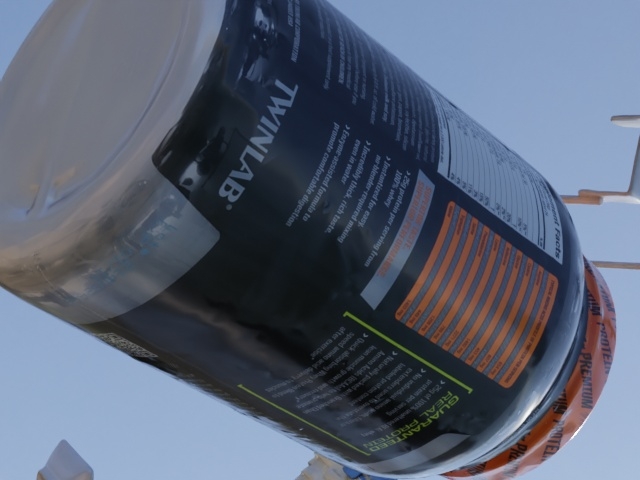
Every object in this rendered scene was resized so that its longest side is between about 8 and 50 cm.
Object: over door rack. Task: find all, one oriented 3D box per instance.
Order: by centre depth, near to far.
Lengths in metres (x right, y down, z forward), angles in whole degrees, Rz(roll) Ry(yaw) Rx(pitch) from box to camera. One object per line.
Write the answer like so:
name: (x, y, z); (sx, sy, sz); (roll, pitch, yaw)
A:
over door rack: (0.161, 0.016, 1.028); (0.324, 0.108, 0.239); (-12, -22, 40)

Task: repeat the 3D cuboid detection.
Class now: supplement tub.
supplement tub: (0.000, 0.000, 0.726); (0.207, 0.207, 0.338); (-16, -38, 41)

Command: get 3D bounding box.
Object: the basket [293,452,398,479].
basket: (0.091, 0.333, 1.601); (0.201, 0.289, 0.254); (27, -28, 47)

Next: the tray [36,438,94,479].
tray: (-0.254, 0.329, 1.243); (0.030, 0.270, 0.145); (8, 1, -21)
